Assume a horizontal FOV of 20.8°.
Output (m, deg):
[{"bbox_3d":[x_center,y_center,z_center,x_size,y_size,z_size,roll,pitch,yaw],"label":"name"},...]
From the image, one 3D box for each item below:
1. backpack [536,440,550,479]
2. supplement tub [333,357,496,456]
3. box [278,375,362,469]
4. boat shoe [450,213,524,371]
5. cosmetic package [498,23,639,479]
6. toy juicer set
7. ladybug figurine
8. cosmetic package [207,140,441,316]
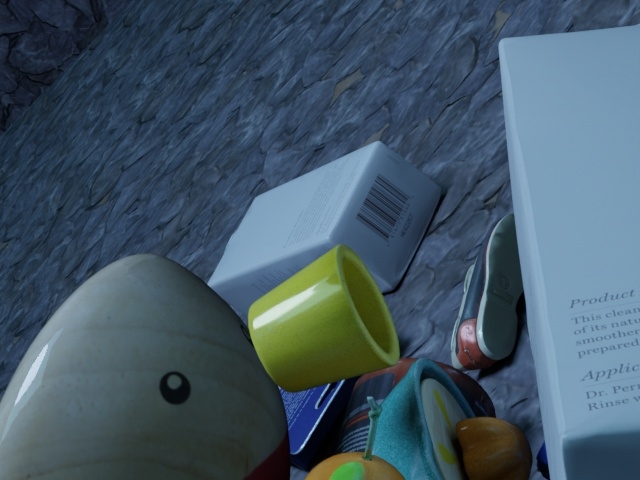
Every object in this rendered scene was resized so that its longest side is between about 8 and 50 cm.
[{"bbox_3d":[0.181,0.134,0.947,0.098,0.101,0.120,-60,23,-3],"label":"backpack"},{"bbox_3d":[0.051,0.179,1.149,0.106,0.106,0.198,-35,25,40],"label":"supplement tub"},{"bbox_3d":[-0.018,0.125,1.501,0.136,0.036,0.225,-57,19,-13],"label":"box"},{"bbox_3d":[0.129,0.039,1.312,0.043,0.049,0.137,-34,31,47],"label":"boat shoe"},{"bbox_3d":[0.207,0.030,0.857,0.217,0.156,0.385,-5,30,7],"label":"cosmetic package"},{"bbox_3d":[0.083,0.159,0.953,0.089,0.329,0.209,-25,48,14],"label":"toy juicer set"},{"bbox_3d":[-0.131,0.229,1.213,0.305,0.162,0.449,-39,-34,-55],"label":"ladybug figurine"},{"bbox_3d":[0.000,0.000,1.613,0.231,0.085,0.117,-22,35,58],"label":"cosmetic package"}]
